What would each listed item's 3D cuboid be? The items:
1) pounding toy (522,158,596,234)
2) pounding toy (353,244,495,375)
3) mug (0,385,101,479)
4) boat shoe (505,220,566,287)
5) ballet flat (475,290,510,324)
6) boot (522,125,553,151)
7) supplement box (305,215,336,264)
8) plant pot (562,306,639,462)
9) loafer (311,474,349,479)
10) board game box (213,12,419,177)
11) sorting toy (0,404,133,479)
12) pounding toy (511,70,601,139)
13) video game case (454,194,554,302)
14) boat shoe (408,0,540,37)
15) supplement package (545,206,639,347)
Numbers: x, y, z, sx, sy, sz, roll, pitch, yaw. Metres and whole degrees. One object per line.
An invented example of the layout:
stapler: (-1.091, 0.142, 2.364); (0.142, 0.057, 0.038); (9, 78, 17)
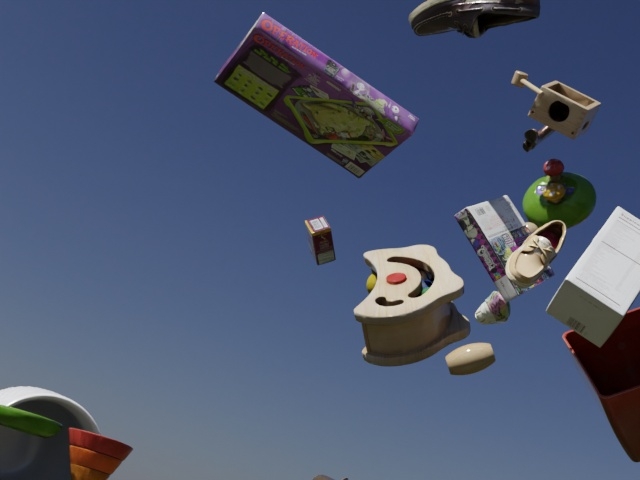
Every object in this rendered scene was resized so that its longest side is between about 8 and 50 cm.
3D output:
pounding toy: (0.558, -0.114, 2.458); (0.183, 0.236, 0.110); (57, -4, 48)
pounding toy: (0.124, 0.125, 1.366); (0.154, 0.155, 0.269); (-15, 24, -7)
mug: (-0.678, 0.495, 2.157); (0.276, 0.374, 0.328); (37, -19, -24)
boat shoe: (0.360, 0.016, 1.649); (0.063, 0.170, 0.059); (35, -47, 10)
ballet flat: (0.419, 0.177, 2.449); (0.079, 0.077, 0.221); (-24, -13, 0)
boot: (0.573, -0.284, 2.546); (0.037, 0.114, 0.106); (53, -13, 14)
supplement box: (0.000, 0.000, 2.061); (0.043, 0.055, 0.083); (-17, -55, -11)
plant pot: (0.721, 0.322, 2.186); (0.267, 0.267, 0.236); (-19, -64, 3)
loafer: (0.005, 0.537, 2.108); (0.078, 0.080, 0.220); (57, -32, 10)
board game box: (-0.011, -0.263, 1.862); (0.346, 0.056, 0.208); (33, -28, -13)
sorting toy: (-0.496, 0.357, 1.682); (0.365, 0.126, 0.127); (28, -21, -34)
pounding toy: (0.544, -0.326, 2.401); (0.206, 0.094, 0.181); (31, 27, 18)
video game case: (0.395, 0.012, 2.112); (0.041, 0.210, 0.232); (-35, -9, 31)
boat shoe: (0.321, -0.471, 2.083); (0.285, 0.092, 0.103); (-11, -14, 22)
supplement package: (0.599, 0.073, 2.065); (0.139, 0.244, 0.134); (35, -32, 15)
